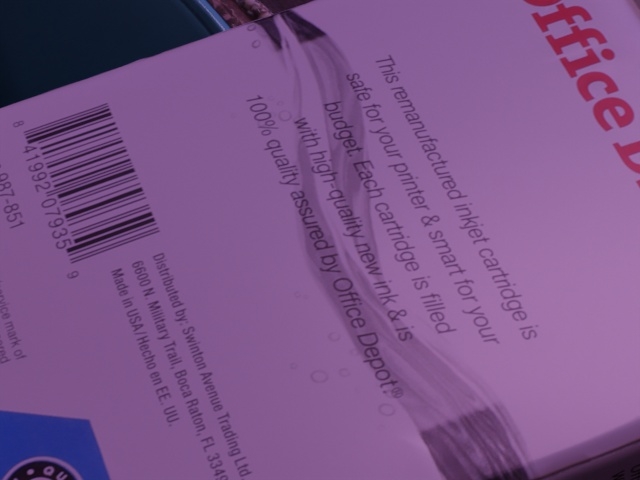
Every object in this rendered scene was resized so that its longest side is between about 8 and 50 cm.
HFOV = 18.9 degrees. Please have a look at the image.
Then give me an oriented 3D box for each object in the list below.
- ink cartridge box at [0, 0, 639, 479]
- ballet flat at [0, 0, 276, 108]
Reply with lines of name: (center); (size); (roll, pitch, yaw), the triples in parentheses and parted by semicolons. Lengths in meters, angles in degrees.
ink cartridge box: (0.000, 0.040, 0.685); (0.308, 0.129, 0.223); (-20, 53, -7)
ballet flat: (0.000, 0.000, 0.935); (0.182, 0.164, 0.483); (12, 25, -48)
